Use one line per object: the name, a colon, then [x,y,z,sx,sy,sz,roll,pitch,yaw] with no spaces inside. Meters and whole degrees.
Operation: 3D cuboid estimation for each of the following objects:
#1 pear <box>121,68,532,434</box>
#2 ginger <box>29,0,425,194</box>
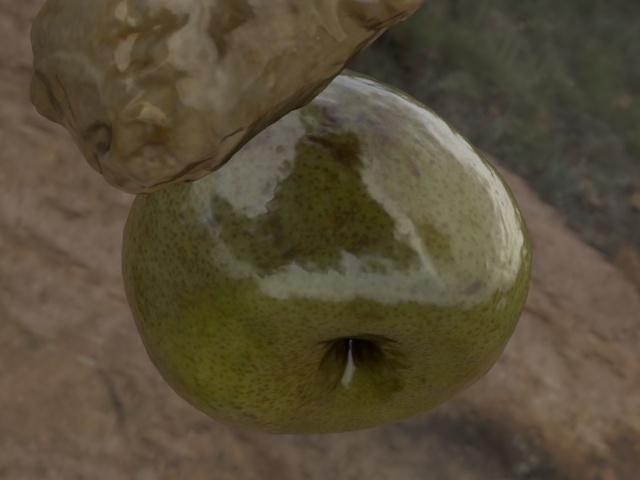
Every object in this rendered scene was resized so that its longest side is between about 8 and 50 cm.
pear: [0.000,0.000,1.071,0.229,0.188,0.211,-8,51,-6]
ginger: [-0.012,-0.163,0.878,0.126,0.190,0.354,54,42,-36]
